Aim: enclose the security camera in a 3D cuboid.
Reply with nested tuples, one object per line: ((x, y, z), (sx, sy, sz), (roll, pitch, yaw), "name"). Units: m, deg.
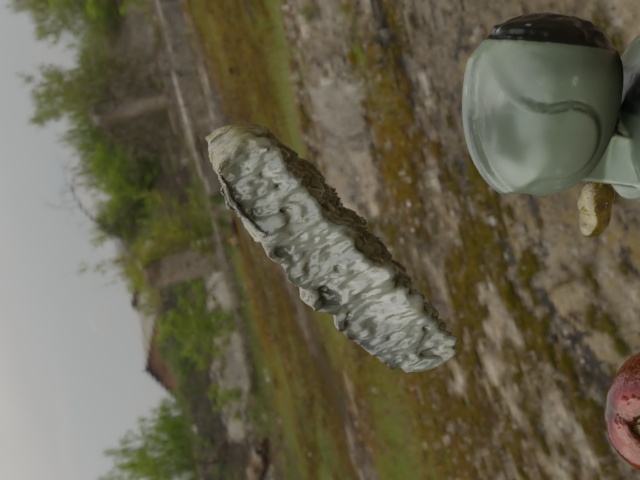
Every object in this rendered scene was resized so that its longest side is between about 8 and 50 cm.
((0.275, -0.130, 1.059), (0.197, 0.277, 0.191), (-121, 36, -76), "security camera")

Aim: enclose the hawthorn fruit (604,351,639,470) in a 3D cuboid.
((0.425, 0.202, 1.269), (0.173, 0.172, 0.173), (165, 90, -83), "hawthorn fruit")

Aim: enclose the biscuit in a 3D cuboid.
((0.000, 0.000, 0.948), (0.281, 0.084, 0.179), (46, -174, -23), "biscuit")

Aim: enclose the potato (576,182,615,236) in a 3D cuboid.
((0.339, -0.043, 1.311), (0.046, 0.045, 0.092), (-94, -6, -46), "potato")
